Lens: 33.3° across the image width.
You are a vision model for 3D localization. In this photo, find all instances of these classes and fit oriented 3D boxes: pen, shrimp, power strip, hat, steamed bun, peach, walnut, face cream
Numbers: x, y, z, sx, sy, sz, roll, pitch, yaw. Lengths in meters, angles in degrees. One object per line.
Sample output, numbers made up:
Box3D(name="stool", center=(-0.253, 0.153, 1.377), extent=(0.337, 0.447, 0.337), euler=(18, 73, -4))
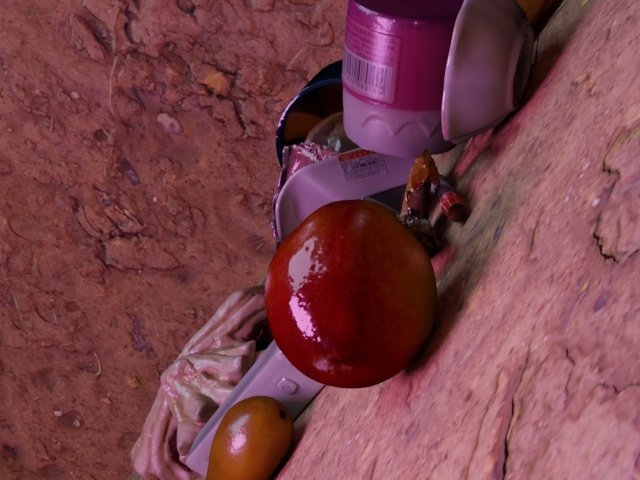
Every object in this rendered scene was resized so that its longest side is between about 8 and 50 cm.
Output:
Box3D(name="pen", center=(0.161, -0.056, 1.368), extent=(0.028, 0.028, 0.239), euler=(-57, 6, 10))
Box3D(name="shrimp", center=(0.117, -0.030, 1.297), extent=(0.249, 0.068, 0.150), euler=(-74, -10, -77))
Box3D(name="power strip", center=(-0.087, 0.247, 1.576), extent=(0.385, 0.091, 0.062), euler=(-52, 10, 42))
Box3D(name="hat", center=(0.000, 0.000, 1.697), extent=(0.107, 0.236, 0.286), euler=(-8, -63, -43))
Box3D(name="steamed bun", center=(-0.180, 0.268, 1.882), extent=(0.428, 0.189, 0.247), euler=(-53, -36, -5))
Box3D(name="peach", center=(0.028, 0.063, 1.104), extent=(0.197, 0.197, 0.197), euler=(-57, 6, 9))
Box3D(name="walnut", center=(0.049, -0.116, 1.833), extent=(0.245, 0.198, 0.198), euler=(-61, 6, -18))
Box3D(name="face cream", center=(0.117, -0.232, 1.424), extent=(0.175, 0.175, 0.195), euler=(-67, -15, -57))

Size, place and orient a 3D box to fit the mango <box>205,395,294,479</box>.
Box3D(name="mango", center=(-0.106, 0.298, 1.478), extent=(0.136, 0.099, 0.227), euler=(-76, 9, -49))

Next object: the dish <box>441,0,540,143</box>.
Box3D(name="dish", center=(0.219, -0.219, 1.325), extent=(0.229, 0.081, 0.229), euler=(15, -90, -72))

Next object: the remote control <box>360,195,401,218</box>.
Box3D(name="remote control", center=(0.042, 0.045, 1.495), extent=(0.233, 0.098, 0.038), euler=(-55, 12, 32))

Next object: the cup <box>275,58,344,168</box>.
Box3D(name="cup", center=(0.068, -0.195, 2.087), extent=(0.242, 0.308, 0.292), euler=(-23, 16, 14))

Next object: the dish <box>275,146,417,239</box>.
Box3D(name="dish", center=(0.051, -0.052, 1.503), extent=(0.154, 0.234, 0.064), euler=(85, 163, -49))

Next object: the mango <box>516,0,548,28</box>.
Box3D(name="mango", center=(0.201, -0.302, 1.569), extent=(0.350, 0.201, 0.199), euler=(-46, 37, 26))
